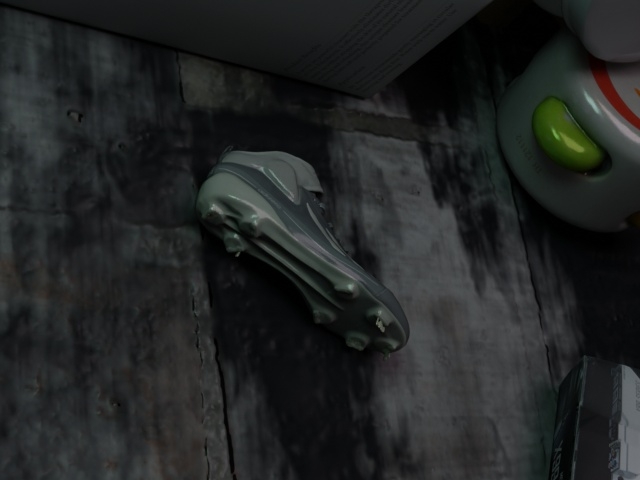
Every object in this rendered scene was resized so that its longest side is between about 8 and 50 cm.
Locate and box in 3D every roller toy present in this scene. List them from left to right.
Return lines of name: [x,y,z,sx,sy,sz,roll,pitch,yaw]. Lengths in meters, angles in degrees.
roller toy: [0.276,-0.111,1.071,0.209,0.146,0.191,18,54,-18]

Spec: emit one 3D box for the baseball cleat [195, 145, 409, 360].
baseball cleat: [0.000,0.000,0.876,0.206,0.072,0.109,40,45,-19]

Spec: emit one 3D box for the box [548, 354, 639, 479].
box: [0.343,0.252,0.927,0.307,0.076,0.242,15,59,0]

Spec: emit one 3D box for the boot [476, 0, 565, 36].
boot: [0.241,-0.311,1.168,0.295,0.104,0.211,5,63,-36]

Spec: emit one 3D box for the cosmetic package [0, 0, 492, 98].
cosmetic package: [-0.061,-0.251,0.865,0.365,0.197,0.155,12,63,-33]

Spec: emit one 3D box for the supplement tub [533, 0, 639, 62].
supplement tub: [0.242,-0.346,0.967,0.241,0.241,0.331,-4,58,-36]
